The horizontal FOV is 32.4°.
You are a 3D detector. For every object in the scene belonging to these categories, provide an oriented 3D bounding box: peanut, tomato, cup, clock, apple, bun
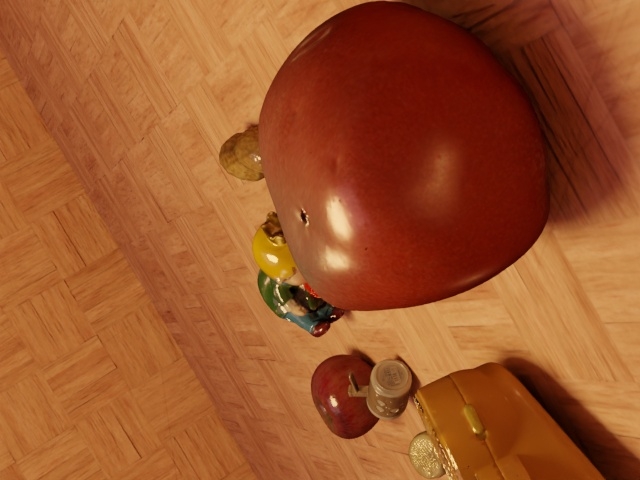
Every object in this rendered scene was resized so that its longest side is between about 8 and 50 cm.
[{"bbox_3d":[-0.107,-0.141,1.811,0.089,0.089,0.193,61,161,-9],"label":"peanut"},{"bbox_3d":[0.071,-0.083,1.165,0.341,0.273,0.341,48,159,25],"label":"tomato"},{"bbox_3d":[0.105,0.243,1.874,0.102,0.074,0.099,30,150,16],"label":"cup"},{"bbox_3d":[0.249,0.309,1.450,0.317,0.200,0.244,60,174,34],"label":"clock"},{"bbox_3d":[0.052,0.279,2.005,0.153,0.120,0.153,55,164,25],"label":"apple"},{"bbox_3d":[0.194,0.362,1.877,0.086,0.055,0.086,15,110,46],"label":"bun"}]

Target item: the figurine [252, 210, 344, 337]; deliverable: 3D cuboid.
[{"bbox_3d":[-0.036,0.055,1.887,0.185,0.127,0.234,46,148,19],"label":"figurine"}]
